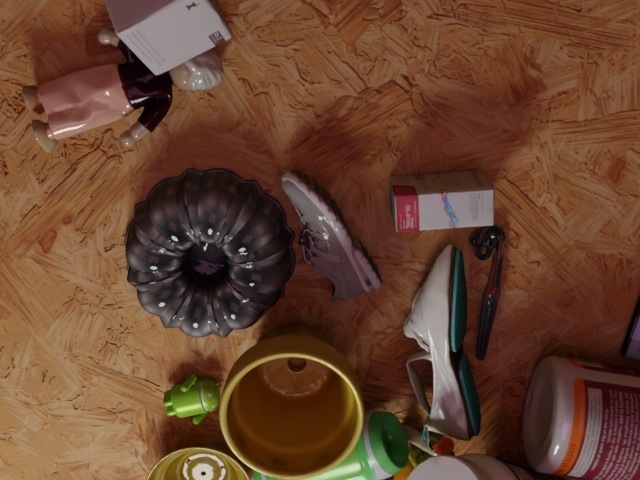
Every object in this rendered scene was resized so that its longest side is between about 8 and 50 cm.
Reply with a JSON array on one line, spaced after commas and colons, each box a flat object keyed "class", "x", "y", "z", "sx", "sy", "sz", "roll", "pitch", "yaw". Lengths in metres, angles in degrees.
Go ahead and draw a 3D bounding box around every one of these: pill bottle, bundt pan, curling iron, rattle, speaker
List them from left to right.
[{"class": "bundt pan", "x": -0.208, "y": 0.038, "z": 1.629, "sx": 0.330, "sy": 0.124, "sz": 0.331, "roll": 0, "pitch": 108, "yaw": -1}, {"class": "speaker", "x": 0.017, "y": 0.422, "z": 1.711, "sx": 0.296, "sy": 0.131, "sz": 0.131, "roll": -23, "pitch": 107, "yaw": 27}, {"class": "rattle", "x": 0.187, "y": 0.428, "z": 1.702, "sx": 0.143, "sy": 0.199, "sz": 0.130, "roll": -43, "pitch": 96, "yaw": -7}, {"class": "curling iron", "x": 0.315, "y": 0.099, "z": 1.696, "sx": 0.068, "sy": 0.035, "sz": 0.274, "roll": 1, "pitch": 107, "yaw": 4}, {"class": "pill bottle", "x": 0.318, "y": 0.512, "z": 1.652, "sx": 0.210, "sy": 0.210, "sz": 0.363, "roll": -48, "pitch": 138, "yaw": 13}, {"class": "pill bottle", "x": 0.605, "y": 0.357, "z": 1.681, "sx": 0.392, "sy": 0.224, "sz": 0.224, "roll": 10, "pitch": 107, "yaw": -3}]

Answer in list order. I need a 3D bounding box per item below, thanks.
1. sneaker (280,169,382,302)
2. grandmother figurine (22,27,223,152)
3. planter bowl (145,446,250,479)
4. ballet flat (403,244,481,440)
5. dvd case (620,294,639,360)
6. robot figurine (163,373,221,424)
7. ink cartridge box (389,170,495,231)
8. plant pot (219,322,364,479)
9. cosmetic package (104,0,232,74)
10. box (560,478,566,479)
[{"class": "sneaker", "x": 0.000, "y": 0.000, "z": 1.626, "sx": 0.115, "sy": 0.105, "sz": 0.281, "roll": -31, "pitch": 105, "yaw": 9}, {"class": "grandmother figurine", "x": -0.338, "y": -0.272, "z": 1.546, "sx": 0.342, "sy": 0.104, "sz": 0.208, "roll": -15, "pitch": 100, "yaw": 2}, {"class": "planter bowl", "x": -0.241, "y": 0.491, "z": 1.787, "sx": 0.217, "sy": 0.090, "sz": 0.217, "roll": 0, "pitch": 107, "yaw": 0}, {"class": "ballet flat", "x": 0.222, "y": 0.204, "z": 1.691, "sx": 0.139, "sy": 0.139, "sz": 0.401, "roll": -8, "pitch": 108, "yaw": 2}, {"class": "dvd case", "x": 0.732, "y": 0.170, "z": 1.713, "sx": 0.252, "sy": 0.022, "sz": 0.181, "roll": 13, "pitch": 107, "yaw": 3}, {"class": "robot figurine", "x": -0.250, "y": 0.310, "z": 1.742, "sx": 0.115, "sy": 0.067, "sz": 0.101, "roll": -12, "pitch": 117, "yaw": 3}, {"class": "ink cartridge box", "x": 0.217, "y": -0.072, "z": 1.592, "sx": 0.175, "sy": 0.127, "sz": 0.072, "roll": -3, "pitch": 109, "yaw": 1}, {"class": "plant pot", "x": -0.050, "y": 0.271, "z": 1.641, "sx": 0.253, "sy": 0.239, "sz": 0.254, "roll": 0, "pitch": 108, "yaw": 0}, {"class": "cosmetic package", "x": -0.260, "y": -0.403, "z": 1.437, "sx": 0.151, "sy": 0.151, "sz": 0.184, "roll": -25, "pitch": 70, "yaw": 7}, {"class": "box", "x": 0.472, "y": 0.662, "z": 1.829, "sx": 0.270, "sy": 0.060, "sz": 0.216, "roll": -42, "pitch": 85, "yaw": 12}]
